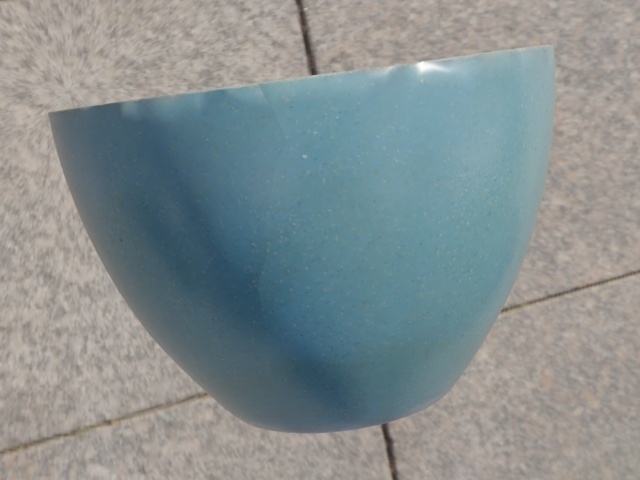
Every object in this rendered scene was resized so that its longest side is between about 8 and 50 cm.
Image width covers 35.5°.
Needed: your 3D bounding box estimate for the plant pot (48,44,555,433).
[{"bbox_3d":[0.000,0.000,0.598,0.290,0.290,0.196,-9,99,-13],"label":"plant pot"}]
